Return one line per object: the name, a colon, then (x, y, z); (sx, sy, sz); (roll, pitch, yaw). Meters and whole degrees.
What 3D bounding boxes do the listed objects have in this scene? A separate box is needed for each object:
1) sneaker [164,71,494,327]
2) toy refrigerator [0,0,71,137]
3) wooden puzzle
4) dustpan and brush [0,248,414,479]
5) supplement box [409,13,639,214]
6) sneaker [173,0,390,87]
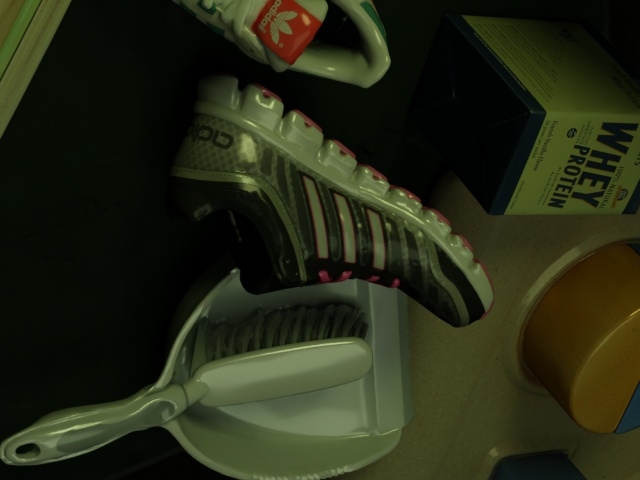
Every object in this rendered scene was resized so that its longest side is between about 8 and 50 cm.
sneaker: (0.000, 0.000, 0.795); (0.170, 0.063, 0.075); (35, 82, -23)
toy refrigerator: (-0.183, -0.047, 0.665); (0.102, 0.094, 0.269); (14, 118, -36)
wooden puzzle: (0.181, 0.103, 1.002); (0.348, 0.080, 0.322); (1, 126, -29)
dustpan and brush: (-0.049, 0.065, 0.844); (0.211, 0.060, 0.147); (-11, 118, -13)
supplement box: (0.101, -0.057, 0.820); (0.083, 0.083, 0.056); (-1, 128, -30)
sneaker: (-0.031, -0.109, 0.710); (0.161, 0.075, 0.057); (27, 110, -41)
